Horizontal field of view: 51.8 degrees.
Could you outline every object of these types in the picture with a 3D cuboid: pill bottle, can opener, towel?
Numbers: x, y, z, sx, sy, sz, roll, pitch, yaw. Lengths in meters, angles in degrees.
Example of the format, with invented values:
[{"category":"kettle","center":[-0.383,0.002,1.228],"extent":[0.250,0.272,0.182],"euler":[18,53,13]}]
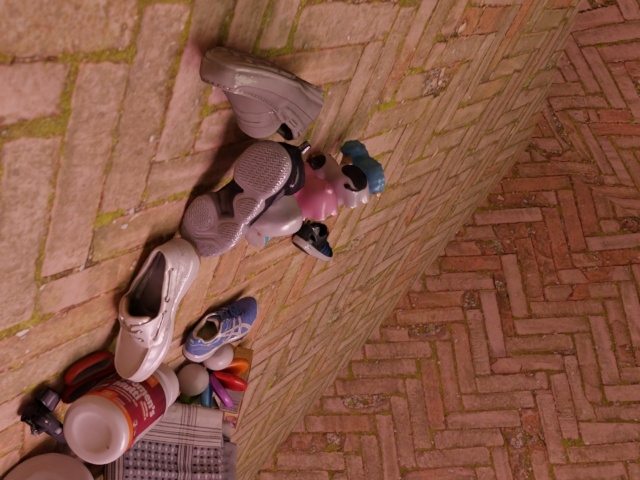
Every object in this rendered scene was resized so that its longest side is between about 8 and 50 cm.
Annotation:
[{"category":"pill bottle","center":[-0.350,0.300,1.191],"extent":[0.121,0.121,0.221],"euler":[-57,173,16]},{"category":"pill bottle","center":[-0.503,0.545,1.273],"extent":[0.176,0.176,0.318],"euler":[-41,159,-31]},{"category":"can opener","center":[-0.460,0.317,1.132],"extent":[0.073,0.059,0.186],"euler":[-43,160,-28]},{"category":"towel","center":[-0.291,0.482,1.333],"extent":[0.056,0.312,0.324],"euler":[-29,142,31]}]

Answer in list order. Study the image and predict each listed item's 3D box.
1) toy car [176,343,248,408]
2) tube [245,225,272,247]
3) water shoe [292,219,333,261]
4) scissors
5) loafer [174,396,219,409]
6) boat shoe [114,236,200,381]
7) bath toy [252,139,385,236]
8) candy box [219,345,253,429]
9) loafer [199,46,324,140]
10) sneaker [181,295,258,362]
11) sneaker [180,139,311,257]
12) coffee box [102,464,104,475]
[{"category":"toy car","center":[-0.248,0.336,1.568],"extent":[0.182,0.136,0.159],"euler":[-45,161,-22]},{"category":"tube","center":[-0.078,-0.055,1.385],"extent":[0.207,0.052,0.080],"euler":[-41,165,-46]},{"category":"water shoe","center":[0.000,0.000,1.636],"extent":[0.080,0.073,0.203],"euler":[-56,163,5]},{"category":"scissors","center":[-0.366,0.223,1.245],"extent":[0.297,0.021,0.109],"euler":[-22,146,-57]},{"category":"loafer","center":[-0.342,0.445,1.623],"extent":[0.251,0.087,0.094],"euler":[-32,153,-48]},{"category":"boat shoe","center":[-0.298,0.121,1.106],"extent":[0.096,0.098,0.277],"euler":[-9,125,-64]},{"category":"bath toy","center":[-0.017,-0.110,1.299],"extent":[0.348,0.151,0.129],"euler":[-26,112,-48]},{"category":"candy box","center":[-0.222,0.388,1.730],"extent":[0.109,0.053,0.186],"euler":[105,-1,-52]},{"category":"loafer","center":[-0.082,-0.204,0.973],"extent":[0.111,0.112,0.319],"euler":[-64,161,11]},{"category":"sneaker","center":[-0.212,0.188,1.462],"extent":[0.211,0.080,0.081],"euler":[-40,162,-37]},{"category":"sneaker","center":[-0.117,-0.072,1.113],"extent":[0.268,0.101,0.153],"euler":[-42,174,30]},{"category":"coffee box","center":[-0.398,0.600,1.429],"extent":[0.119,0.297,0.168],"euler":[-2,137,-22]}]
